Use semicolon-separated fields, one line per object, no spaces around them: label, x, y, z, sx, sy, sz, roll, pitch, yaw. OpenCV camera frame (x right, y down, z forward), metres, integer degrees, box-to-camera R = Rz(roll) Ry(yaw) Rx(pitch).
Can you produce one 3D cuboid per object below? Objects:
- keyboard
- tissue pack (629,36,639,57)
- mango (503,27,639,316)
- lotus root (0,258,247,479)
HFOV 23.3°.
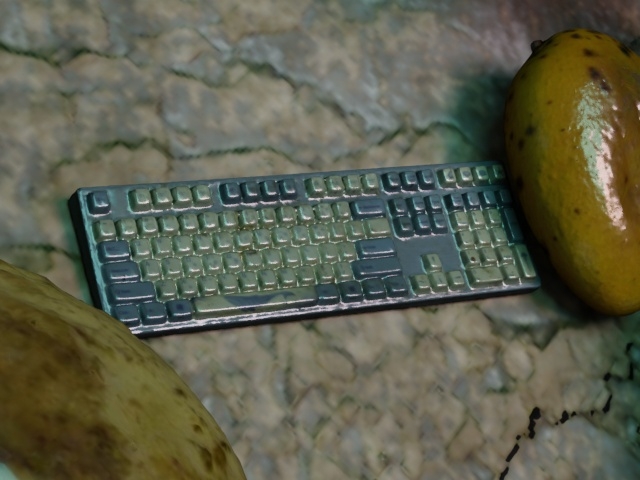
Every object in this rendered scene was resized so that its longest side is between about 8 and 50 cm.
keyboard;0.000;0.001;0.555;0.176;0.014;0.055;-5;69;-29
tissue pack;0.239;0.001;0.607;0.185;0.124;0.225;7;60;-20
mango;0.107;-0.027;0.599;0.079;0.057;0.114;2;74;-45
lotus root;-0.110;0.063;0.401;0.214;0.138;0.138;32;53;6
